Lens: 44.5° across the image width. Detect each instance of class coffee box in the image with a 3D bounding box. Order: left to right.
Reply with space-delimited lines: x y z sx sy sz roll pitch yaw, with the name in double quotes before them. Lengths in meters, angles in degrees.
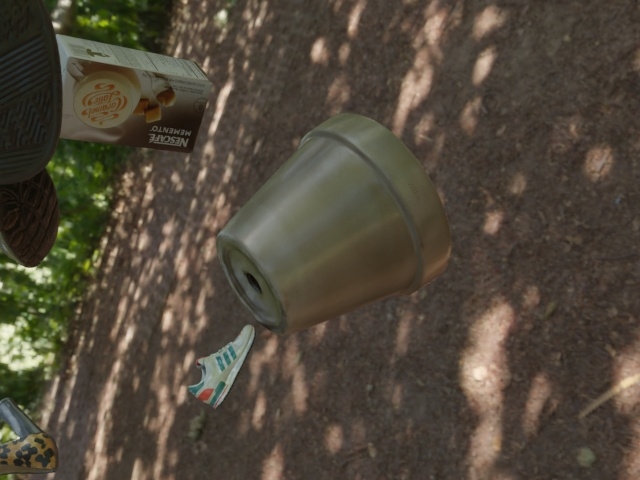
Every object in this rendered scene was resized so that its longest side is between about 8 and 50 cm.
"coffee box" -0.323 -0.240 1.308 0.098 0.246 0.141 51 126 44

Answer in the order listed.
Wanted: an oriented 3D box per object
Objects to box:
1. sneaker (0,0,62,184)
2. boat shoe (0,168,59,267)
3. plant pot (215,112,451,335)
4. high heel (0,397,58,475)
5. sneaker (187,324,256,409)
"sneaker" -0.281 -0.198 0.592 0.178 0.123 0.296 -138 33 -64
"boat shoe" -0.478 -0.096 1.109 0.324 0.119 0.123 80 -150 -45
"plant pot" 0.000 0.000 1.253 0.280 0.323 0.323 -34 15 -24
"high heel" -0.605 0.443 1.437 0.186 0.093 0.261 33 82 28
"sneaker" -0.169 0.204 1.337 0.161 0.075 0.057 -65 2 -28
